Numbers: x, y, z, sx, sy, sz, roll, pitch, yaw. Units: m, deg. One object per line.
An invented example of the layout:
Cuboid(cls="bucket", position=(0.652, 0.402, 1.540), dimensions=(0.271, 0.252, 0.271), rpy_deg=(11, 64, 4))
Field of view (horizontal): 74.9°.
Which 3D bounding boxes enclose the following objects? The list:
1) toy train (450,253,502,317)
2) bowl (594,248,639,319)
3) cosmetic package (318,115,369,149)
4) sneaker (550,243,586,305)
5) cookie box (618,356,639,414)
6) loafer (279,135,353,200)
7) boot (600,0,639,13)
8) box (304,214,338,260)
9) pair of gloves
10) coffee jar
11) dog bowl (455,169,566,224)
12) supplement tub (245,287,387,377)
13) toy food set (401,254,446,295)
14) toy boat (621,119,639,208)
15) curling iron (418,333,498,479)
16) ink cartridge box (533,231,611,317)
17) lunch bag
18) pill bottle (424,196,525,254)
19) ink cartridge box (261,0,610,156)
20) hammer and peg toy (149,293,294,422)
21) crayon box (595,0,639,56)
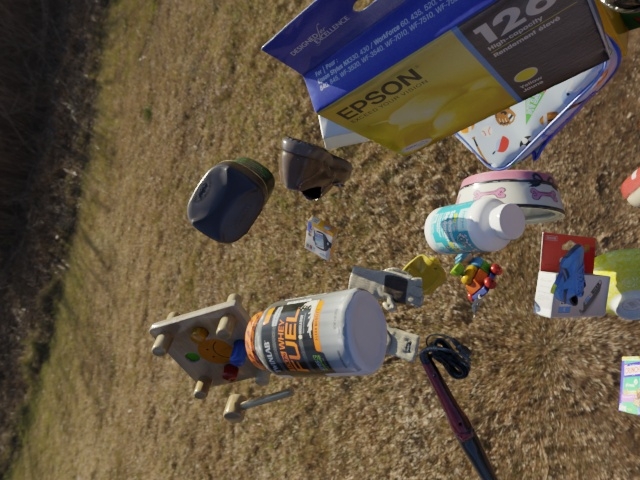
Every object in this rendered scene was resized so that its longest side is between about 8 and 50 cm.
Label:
Cuboid(cls="toy train", position=(0.488, 0.132, 1.374), dimensions=(0.143, 0.248, 0.105), rpy_deg=(40, 134, 9))
Cuboid(cls="bowl", position=(1.083, 0.182, 1.468), dimensions=(0.290, 0.289, 0.156), rpy_deg=(-10, 38, 26))
Cuboid(cls="cosmetic package", position=(0.120, -0.524, 1.437), dimensions=(0.285, 0.097, 0.377), rpy_deg=(-11, 75, 6))
Cuboid(cls="sneaker", position=(0.700, 0.098, 1.147), dimensions=(0.069, 0.209, 0.082), rpy_deg=(-27, 44, -17))
Cuboid(cls="cookie box", position=(0.612, 0.277, 0.793), dimensions=(0.040, 0.092, 0.107), rpy_deg=(11, 76, 14))
Cuboid(cls="loafer", position=(-0.023, -0.172, 1.083), dimensions=(0.134, 0.366, 0.130), rpy_deg=(23, 99, 19))
Cuboid(cls="boot", position=(0.355, -0.368, 0.542), dimensions=(0.229, 0.263, 0.091), rpy_deg=(13, 122, -3))
Cuboid(cls="box", position=(0.000, 0.000, 1.136), dimensions=(0.081, 0.136, 0.028), rpy_deg=(29, 52, 16))
Cuboid(cls="pair of gloves", position=(0.172, 0.190, 1.123), dimensions=(0.204, 0.042, 0.240), rpy_deg=(5, 91, 24))
Cuboid(cls="coffee jar", position=(-0.112, -0.059, 0.555), dimensions=(0.079, 0.184, 0.096), rpy_deg=(33, 99, -10))
Cuboid(cls="dog bowl", position=(0.734, -0.163, 1.650), dimensions=(0.408, 0.408, 0.150), rpy_deg=(1, 83, 29))
Cuboid(cls="supplement tub", position=(-0.010, 0.138, 0.605), dimensions=(0.190, 0.117, 0.117), rpy_deg=(-15, 70, 33))
Cuboid(cls="toy food set", position=(0.319, 0.111, 1.357), dimensions=(0.128, 0.218, 0.071), rpy_deg=(27, 48, -4))
Cuboid(cls="toy boat", position=(0.597, -0.164, 0.698), dimensions=(0.151, 0.231, 0.151), rpy_deg=(-19, 67, 0))
Cuboid(cls="curling iron", position=(0.205, 0.253, 0.575), dimensions=(0.068, 0.035, 0.274), rpy_deg=(-15, 101, 33))
Cuboid(cls="ink cartridge box", position=(0.820, 0.113, 1.347), dimensions=(0.066, 0.296, 0.261), rpy_deg=(10, 96, 62))
Cuboid(cls="lunch bag", position=(0.387, -0.293, 0.819), dimensions=(0.243, 0.115, 0.303), rpy_deg=(49, 140, 13))
Cuboid(cls="pill bottle", position=(0.424, -0.038, 1.159), dimensions=(0.264, 0.146, 0.146), rpy_deg=(-12, 67, 65))
Cuboid(cls="ink cartridge box", position=(0.145, -0.220, 0.499), dimensions=(0.304, 0.307, 0.072), rpy_deg=(-20, 73, 40))
Cuboid(cls="hammer and peg toy", position=(-0.231, 0.310, 1.085), dimensions=(0.266, 0.361, 0.127), rpy_deg=(-19, 32, 16))
Cuboid(cls="crayon box", position=(0.581, -0.495, 1.004), dimensions=(0.319, 0.202, 0.081), rpy_deg=(-2, 67, 52))
